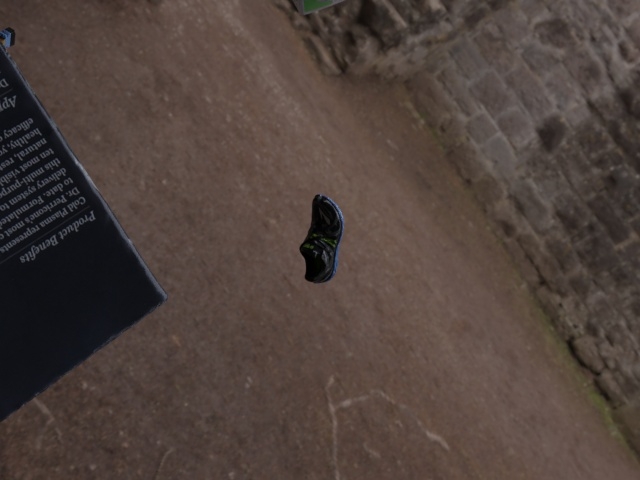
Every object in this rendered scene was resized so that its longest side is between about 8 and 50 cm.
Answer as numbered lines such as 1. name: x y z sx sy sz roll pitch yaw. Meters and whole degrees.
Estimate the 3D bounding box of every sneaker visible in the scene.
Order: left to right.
1. sneaker: 0.000 0.000 1.558 0.078 0.067 0.188 -15 114 -50

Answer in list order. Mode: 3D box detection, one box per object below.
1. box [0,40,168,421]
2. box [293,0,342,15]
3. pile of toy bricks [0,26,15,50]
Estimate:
1. box: -0.520 -0.060 1.069 0.480 0.297 0.471 14 -45 58
2. box: -0.026 -0.535 1.202 0.262 0.127 0.231 86 -19 -69
3. pile of toy bricks: -0.631 -0.398 1.381 0.118 0.212 0.105 29 42 4
